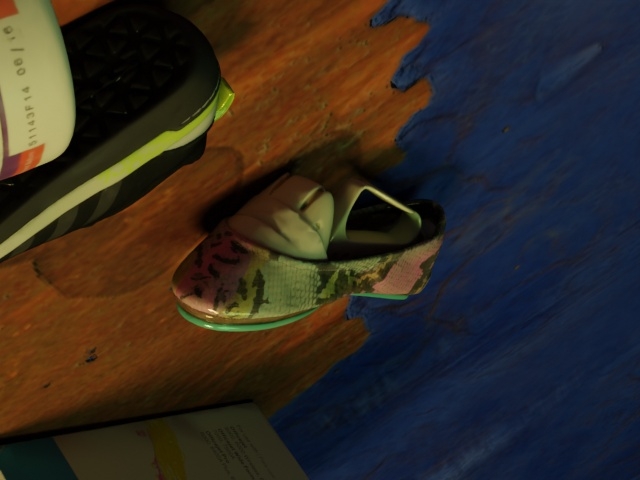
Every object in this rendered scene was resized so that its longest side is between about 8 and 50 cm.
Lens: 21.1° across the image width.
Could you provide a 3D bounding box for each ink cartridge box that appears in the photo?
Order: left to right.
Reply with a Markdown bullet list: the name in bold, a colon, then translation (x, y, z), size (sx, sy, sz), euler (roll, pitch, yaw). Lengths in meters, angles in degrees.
- **ink cartridge box**: translation (-0.119, 0.231, 1.117), size (0.232, 0.168, 0.171), euler (-6, 141, -46)

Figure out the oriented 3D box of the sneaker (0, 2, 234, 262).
- **sneaker**: translation (-0.138, -0.016, 0.779), size (0.234, 0.084, 0.097), euler (-28, 154, -13)

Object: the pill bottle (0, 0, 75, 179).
- **pill bottle**: translation (-0.198, -0.050, 0.626), size (0.193, 0.108, 0.108), euler (-22, 151, -24)

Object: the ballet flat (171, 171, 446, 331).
- **ballet flat**: translation (0.000, 0.000, 0.994), size (0.221, 0.077, 0.079), euler (-5, 123, -53)
